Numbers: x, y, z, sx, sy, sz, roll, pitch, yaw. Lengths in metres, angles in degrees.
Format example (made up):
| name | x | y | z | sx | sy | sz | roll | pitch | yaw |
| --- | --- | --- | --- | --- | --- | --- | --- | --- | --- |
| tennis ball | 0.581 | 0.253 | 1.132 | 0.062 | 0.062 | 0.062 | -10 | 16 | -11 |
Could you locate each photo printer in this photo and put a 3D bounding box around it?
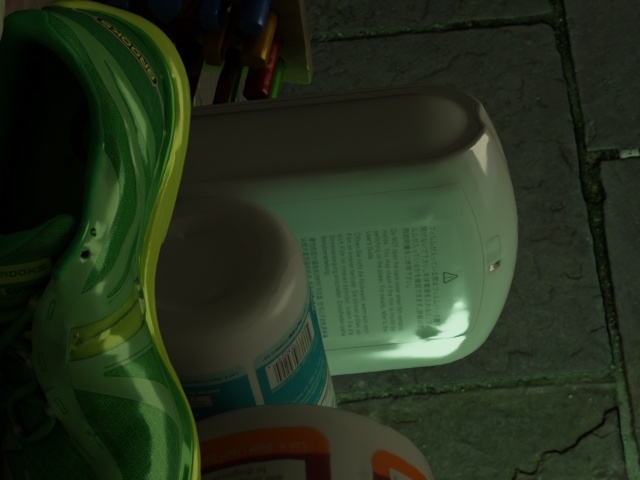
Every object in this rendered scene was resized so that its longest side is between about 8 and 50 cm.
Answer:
| name | x | y | z | sx | sy | sz | roll | pitch | yaw |
| --- | --- | --- | --- | --- | --- | --- | --- | --- | --- |
| photo printer | 0.000 | 0.000 | 1.217 | 0.256 | 0.307 | 0.107 | 82 | 3 | -46 |

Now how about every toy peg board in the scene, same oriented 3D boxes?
| name | x | y | z | sx | sy | sz | roll | pitch | yaw |
| --- | --- | --- | --- | --- | --- | --- | --- | --- | --- |
| toy peg board | -0.096 | -0.154 | 1.218 | 0.160 | 0.161 | 0.079 | 82 | 18 | -63 |

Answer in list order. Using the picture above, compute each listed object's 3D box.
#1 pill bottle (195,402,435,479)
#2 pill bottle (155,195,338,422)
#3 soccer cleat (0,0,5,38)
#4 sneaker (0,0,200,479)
| name | x | y | z | sx | sy | sz | roll | pitch | yaw |
| --- | --- | --- | --- | --- | --- | --- | --- | --- | --- |
| pill bottle | -0.017 | 0.321 | 0.974 | 0.224 | 0.224 | 0.392 | 83 | 2 | -49 |
| pill bottle | -0.066 | 0.104 | 1.136 | 0.264 | 0.146 | 0.146 | 79 | 5 | -45 |
| soccer cleat | -0.146 | -0.164 | 0.632 | 0.068 | 0.076 | 0.196 | -93 | 177 | -63 |
| sneaker | -0.126 | 0.032 | 0.716 | 0.123 | 0.109 | 0.295 | 11 | 75 | -62 |
